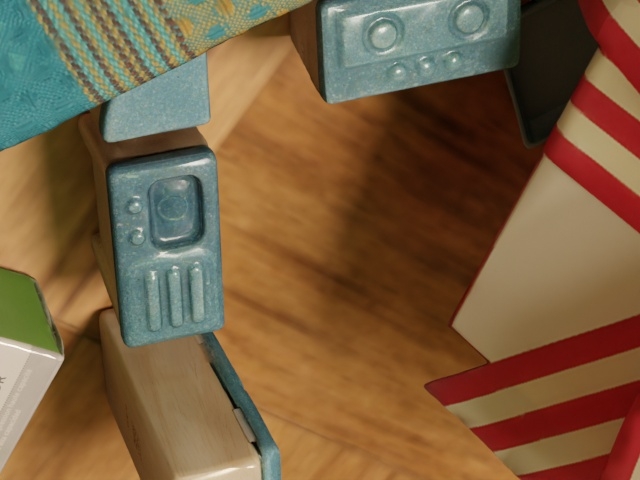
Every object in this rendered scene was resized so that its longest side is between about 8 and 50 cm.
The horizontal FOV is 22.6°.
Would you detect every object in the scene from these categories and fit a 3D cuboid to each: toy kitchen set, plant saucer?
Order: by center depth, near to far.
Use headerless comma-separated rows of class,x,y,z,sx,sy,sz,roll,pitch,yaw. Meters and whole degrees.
toy kitchen set,0.000,0.000,0.633,0.166,0.122,0.207,-12,125,-16
plant saucer,0.163,-0.110,0.700,0.192,0.018,0.067,-26,128,-5

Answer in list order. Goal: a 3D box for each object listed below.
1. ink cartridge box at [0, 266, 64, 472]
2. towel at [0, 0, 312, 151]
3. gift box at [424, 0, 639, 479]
ink cartridge box,-0.217,0.046,0.605,0.209,0.062,0.109,19,113,-31
towel,-0.083,-0.175,0.485,0.370,0.040,0.271,-25,120,3
gift box,0.205,-0.005,0.610,0.258,0.276,0.255,-17,136,-49
